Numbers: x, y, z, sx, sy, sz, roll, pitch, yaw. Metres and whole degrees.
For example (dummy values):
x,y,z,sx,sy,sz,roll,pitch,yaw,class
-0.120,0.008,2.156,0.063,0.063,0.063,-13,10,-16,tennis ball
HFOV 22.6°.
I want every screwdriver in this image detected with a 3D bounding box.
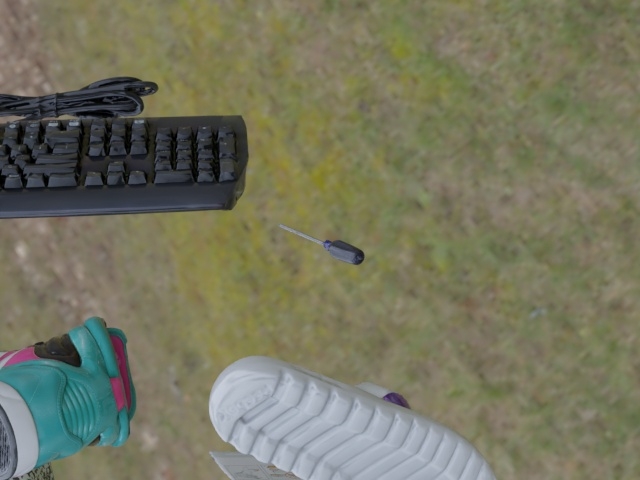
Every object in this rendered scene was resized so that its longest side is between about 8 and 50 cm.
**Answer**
x,y,z,sx,sy,sz,roll,pitch,yaw,class
0.000,0.000,1.928,0.170,0.025,0.024,26,122,55,screwdriver

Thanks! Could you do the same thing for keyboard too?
x,y,z,sx,sy,sz,roll,pitch,yaw,class
-0.206,-0.063,1.018,0.201,0.317,0.033,-101,10,-65,keyboard

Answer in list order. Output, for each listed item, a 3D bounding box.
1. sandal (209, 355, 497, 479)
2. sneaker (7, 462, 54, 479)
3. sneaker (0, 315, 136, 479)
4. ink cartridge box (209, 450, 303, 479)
x,y,z,sx,sy,sz,roll,pitch,yaw,class
0.054,0.237,1.923,0.416,0.169,0.102,34,-159,-25,sandal
-0.299,0.394,1.852,0.158,0.182,0.410,40,-143,-59,sneaker
-0.266,0.136,1.497,0.295,0.178,0.123,10,111,56,sneaker
0.009,0.343,2.104,0.239,0.275,0.060,-150,65,-67,ink cartridge box
